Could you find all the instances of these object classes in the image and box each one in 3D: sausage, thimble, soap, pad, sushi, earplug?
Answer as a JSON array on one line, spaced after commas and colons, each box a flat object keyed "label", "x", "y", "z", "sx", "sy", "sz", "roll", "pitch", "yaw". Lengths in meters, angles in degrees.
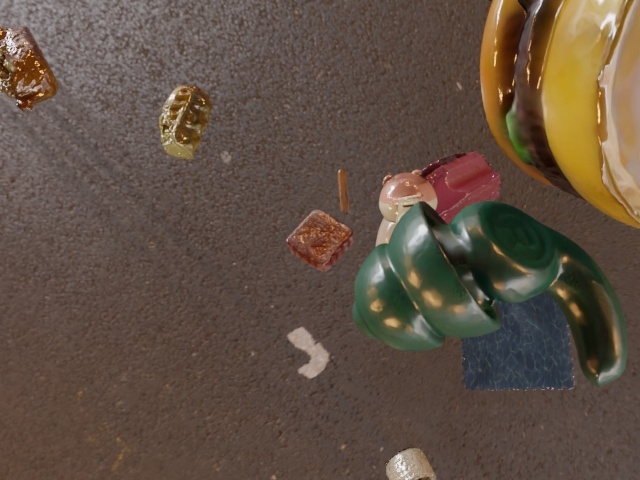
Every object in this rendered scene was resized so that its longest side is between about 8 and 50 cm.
[{"label": "sausage", "x": 0.060, "y": -0.131, "z": 1.512, "sx": 0.026, "sy": 0.026, "sz": 0.116, "roll": -6, "pitch": 88, "yaw": 18}, {"label": "thimble", "x": 0.236, "y": 0.613, "z": 1.510, "sx": 0.115, "sy": 0.102, "sz": 0.090, "roll": -24, "pitch": 39, "yaw": -5}, {"label": "soap", "x": 0.298, "y": -0.103, "z": 1.330, "sx": 0.112, "sy": 0.289, "sz": 0.182, "roll": 52, "pitch": 143, "yaw": 21}, {"label": "pad", "x": 0.481, "y": 0.238, "z": 1.428, "sx": 0.269, "sy": 0.012, "sz": 0.270, "roll": -5, "pitch": 83, "yaw": 11}, {"label": "sushi", "x": -0.288, "y": -0.162, "z": 0.540, "sx": 0.060, "sy": 0.061, "sz": 0.118, "roll": -27, "pitch": 48, "yaw": -20}, {"label": "earplug", "x": 0.178, "y": 0.062, "z": 0.664, "sx": 0.280, "sy": 0.164, "sz": 0.257, "roll": -25, "pitch": 115, "yaw": 17}]

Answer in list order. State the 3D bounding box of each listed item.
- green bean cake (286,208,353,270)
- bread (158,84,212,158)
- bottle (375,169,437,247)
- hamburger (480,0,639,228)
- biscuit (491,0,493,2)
[{"label": "green bean cake", "x": 0.000, "y": 0.000, "z": 1.457, "sx": 0.135, "sy": 0.056, "sz": 0.135, "roll": 32, "pitch": 68, "yaw": 24}, {"label": "bread", "x": -0.198, "y": -0.178, "z": 0.836, "sx": 0.066, "sy": 0.060, "sz": 0.110, "roll": 17, "pitch": 68, "yaw": -4}, {"label": "bottle", "x": 0.180, "y": -0.025, "z": 1.168, "sx": 0.147, "sy": 0.147, "sz": 0.237, "roll": 0, "pitch": 108, "yaw": 19}, {"label": "hamburger", "x": 0.381, "y": -0.223, "z": 0.645, "sx": 0.395, "sy": 0.277, "sz": 0.396, "roll": -6, "pitch": 115, "yaw": -13}, {"label": "biscuit", "x": 0.461, "y": -0.620, "z": 1.435, "sx": 0.063, "sy": 0.151, "sz": 0.235, "roll": -51, "pitch": 47, "yaw": 10}]
